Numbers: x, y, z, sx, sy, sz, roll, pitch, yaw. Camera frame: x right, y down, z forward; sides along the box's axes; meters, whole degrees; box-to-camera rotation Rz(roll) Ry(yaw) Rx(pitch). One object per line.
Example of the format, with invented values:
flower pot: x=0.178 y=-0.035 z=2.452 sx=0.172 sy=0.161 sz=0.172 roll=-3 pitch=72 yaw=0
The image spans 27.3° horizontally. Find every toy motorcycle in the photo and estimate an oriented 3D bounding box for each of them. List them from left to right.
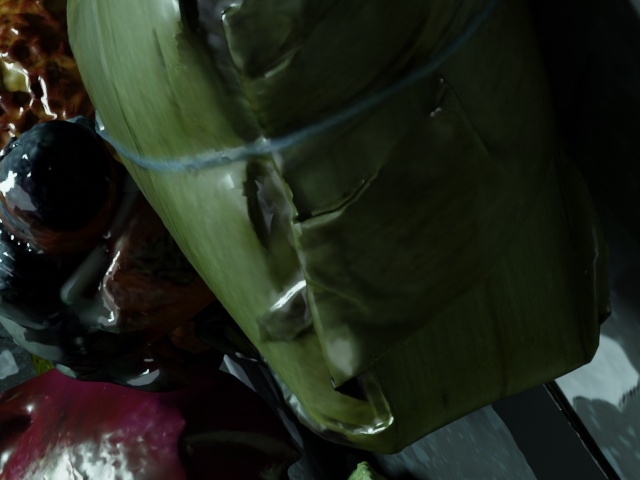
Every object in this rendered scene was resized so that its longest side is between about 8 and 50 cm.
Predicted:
toy motorcycle: x=-0.199 y=-0.008 z=0.759 sx=0.401 sy=0.134 sz=0.207 roll=12 pitch=157 yaw=23

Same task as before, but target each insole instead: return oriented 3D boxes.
insole: x=0.138 y=0.133 z=0.706 sx=0.348 sy=0.009 sz=0.119 roll=59 pitch=163 yaw=7

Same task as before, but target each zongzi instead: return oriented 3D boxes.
zongzi: x=-0.046 y=-0.134 z=0.508 sx=0.323 sy=0.160 sz=0.360 roll=43 pitch=161 yaw=49

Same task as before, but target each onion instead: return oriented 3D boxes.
onion: x=-0.128 y=0.293 z=1.200 sx=0.420 sy=0.398 sz=0.398 roll=5 pitch=-135 yaw=-57

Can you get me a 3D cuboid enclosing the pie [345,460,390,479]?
pie: x=0.065 y=0.273 z=1.031 sx=0.201 sy=0.090 sz=0.248 roll=57 pitch=168 yaw=11

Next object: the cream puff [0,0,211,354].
cream puff: x=-0.174 y=-0.046 z=0.979 sx=0.350 sy=0.229 sz=0.350 roll=51 pitch=160 yaw=26

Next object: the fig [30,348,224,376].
fig: x=-0.174 y=0.095 z=1.310 sx=0.245 sy=0.195 sz=0.195 roll=0 pitch=120 yaw=51
